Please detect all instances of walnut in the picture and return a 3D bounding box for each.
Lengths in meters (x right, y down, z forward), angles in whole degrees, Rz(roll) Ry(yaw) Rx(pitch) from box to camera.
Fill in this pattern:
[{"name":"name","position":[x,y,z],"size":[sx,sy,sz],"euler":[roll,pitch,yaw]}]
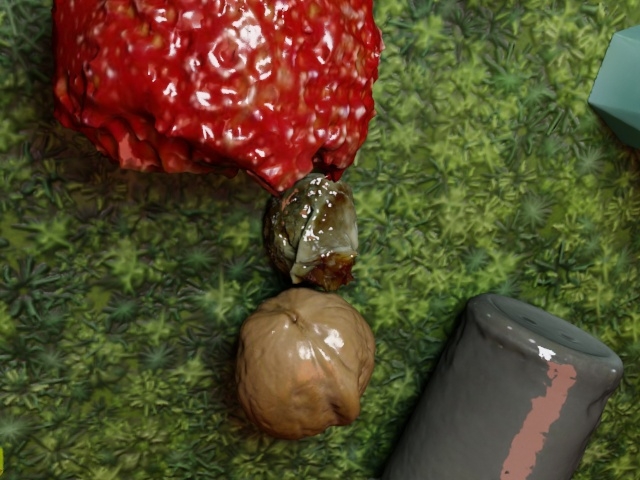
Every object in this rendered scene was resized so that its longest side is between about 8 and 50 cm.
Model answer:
[{"name":"walnut","position":[-0.014,0.126,0.903],"size":[0.166,0.149,0.167],"euler":[-29,136,-31]}]

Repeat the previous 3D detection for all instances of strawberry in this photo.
[{"name":"strawberry","position":[-0.072,-0.159,0.694],"size":[0.261,0.261,0.258],"euler":[0,96,-18]}]

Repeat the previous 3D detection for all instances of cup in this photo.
[{"name":"cup","position":[0.384,-0.122,0.861],"size":[0.134,0.236,0.148],"euler":[5,116,-19]}]

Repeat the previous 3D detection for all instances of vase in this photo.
[{"name":"vase","position":[0.196,0.224,0.976],"size":[0.245,0.245,0.291],"euler":[18,104,-25]}]

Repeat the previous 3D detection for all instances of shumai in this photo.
[{"name":"shumai","position":[-0.001,0.000,0.879],"size":[0.098,0.087,0.124],"euler":[-14,117,-10]}]

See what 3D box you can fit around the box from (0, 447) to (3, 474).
[{"name":"box","position":[-0.501,0.216,0.845],"size":[0.335,0.047,0.187],"euler":[33,101,-29]}]
